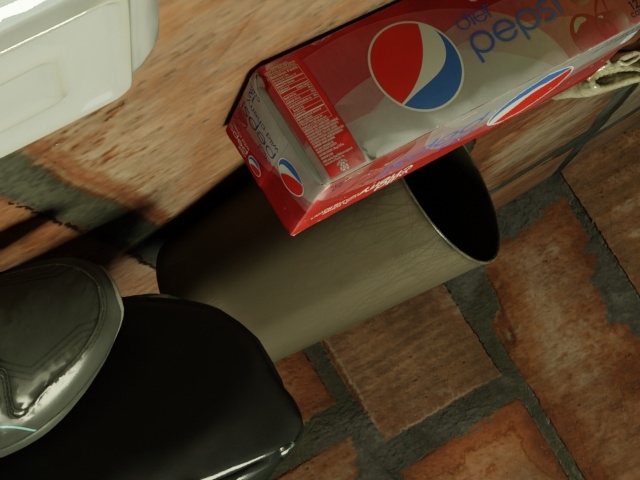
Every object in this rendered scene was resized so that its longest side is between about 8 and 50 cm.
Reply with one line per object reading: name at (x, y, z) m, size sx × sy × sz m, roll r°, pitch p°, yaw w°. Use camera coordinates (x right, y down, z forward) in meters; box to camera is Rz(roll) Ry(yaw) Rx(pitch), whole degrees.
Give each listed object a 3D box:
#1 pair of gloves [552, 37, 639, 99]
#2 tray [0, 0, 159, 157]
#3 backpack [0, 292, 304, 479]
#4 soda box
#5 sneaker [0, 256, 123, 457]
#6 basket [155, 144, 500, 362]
pair of gloves at (0.325, -0.184, 1.088) m, size 0.240 × 0.042 × 0.204 m, roll -16°, pitch -170°, yaw -6°
tray at (-0.171, -0.034, 0.411) m, size 0.270 × 0.030 × 0.145 m, roll -30°, pitch 171°, yaw -14°
backpack at (-0.199, 0.170, 0.844) m, size 0.290 × 0.273 × 0.355 m, roll -19°, pitch 152°, yaw -19°
soda box at (0.076, -0.106, 0.719) m, size 0.263 × 0.083 × 0.092 m, roll -28°, pitch 171°, yaw -23°
sneaker at (-0.225, 0.084, 0.609) m, size 0.267 × 0.101 × 0.106 m, roll -29°, pitch 169°, yaw -19°
basket at (0.000, 0.000, 0.877) m, size 0.227 × 0.154 × 0.204 m, roll -31°, pitch -178°, yaw 22°
